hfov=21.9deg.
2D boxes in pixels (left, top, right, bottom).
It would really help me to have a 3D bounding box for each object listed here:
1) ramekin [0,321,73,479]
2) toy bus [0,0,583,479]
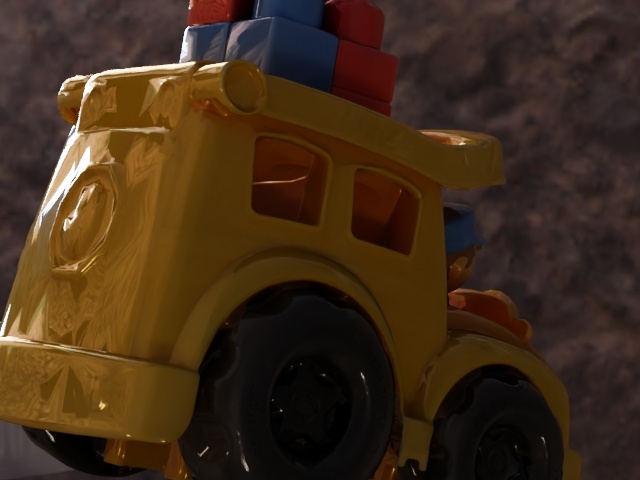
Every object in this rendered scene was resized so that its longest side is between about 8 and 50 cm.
[{"bbox_3d":[-0.291,0.137,1.408,0.273,0.127,0.273,-5,177,0],"label":"ramekin"},{"bbox_3d":[0.000,0.000,0.628,0.220,0.211,0.149,18,169,-37],"label":"toy bus"}]
